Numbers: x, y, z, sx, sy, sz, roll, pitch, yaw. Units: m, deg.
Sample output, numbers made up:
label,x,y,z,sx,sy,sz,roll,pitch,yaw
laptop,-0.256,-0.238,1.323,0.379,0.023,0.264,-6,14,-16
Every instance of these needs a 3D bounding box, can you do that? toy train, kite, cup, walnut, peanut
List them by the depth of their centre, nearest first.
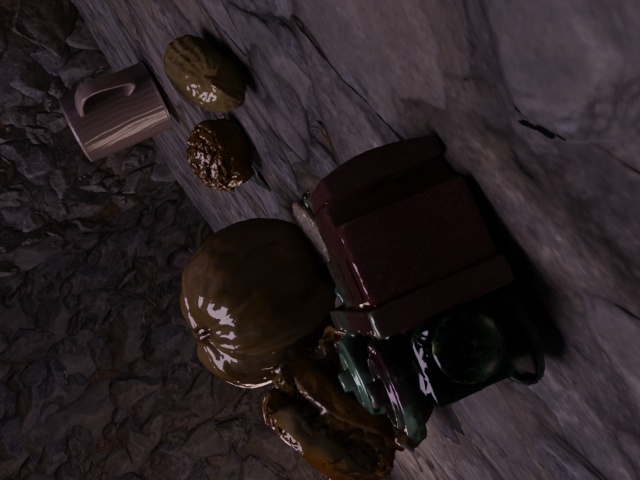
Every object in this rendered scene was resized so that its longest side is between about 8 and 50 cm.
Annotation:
label,x,y,z,sx,sy,sz,roll,pitch,yaw
toy train,0.071,0.047,0.597,0.304,0.150,0.221,130,116,-81
peanut,-0.166,-0.233,0.937,0.194,0.083,0.093,46,165,43
walnut,-0.105,0.106,1.172,0.285,0.285,0.296,33,146,65
kite,-0.191,-0.212,1.311,0.335,0.011,0.314,52,169,18
cup,-0.573,-0.365,1.864,0.208,0.273,0.288,67,168,-17

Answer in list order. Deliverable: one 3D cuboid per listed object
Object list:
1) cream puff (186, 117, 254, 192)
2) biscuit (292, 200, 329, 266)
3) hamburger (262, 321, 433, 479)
label,x,y,z,sx,sy,sz,roll,pitch,yaw
cream puff,-0.185,-0.150,1.179,0.126,0.103,0.144,43,154,21
biscuit,0.000,0.000,1.058,0.152,0.020,0.152,53,170,14
hamburger,0.036,0.259,1.069,0.260,0.211,0.245,42,171,-21
